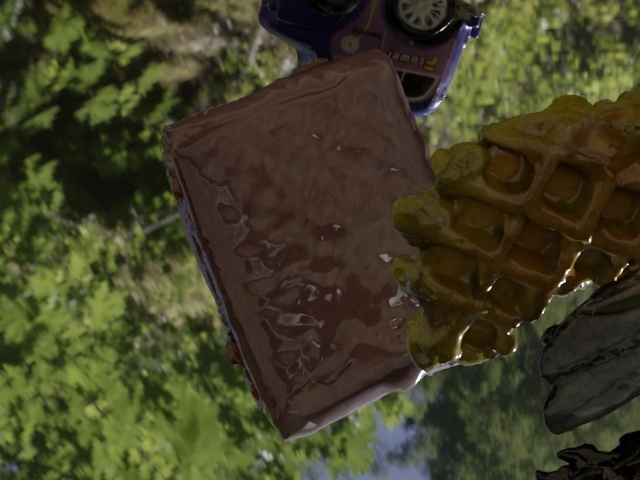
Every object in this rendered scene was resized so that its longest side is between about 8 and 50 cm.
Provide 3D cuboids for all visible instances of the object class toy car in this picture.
[{"bbox_3d":[0.042,-0.220,1.553,0.235,0.172,0.158,14,-76,-8],"label":"toy car"}]

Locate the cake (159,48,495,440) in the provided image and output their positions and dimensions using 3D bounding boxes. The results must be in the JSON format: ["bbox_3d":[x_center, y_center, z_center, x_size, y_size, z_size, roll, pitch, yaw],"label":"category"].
[{"bbox_3d":[0.000,0.000,1.374,0.230,0.237,0.308,-19,-90,-10],"label":"cake"}]

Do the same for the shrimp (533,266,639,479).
[{"bbox_3d":[0.150,0.069,0.553,0.289,0.178,0.075,-17,-143,24],"label":"shrimp"}]

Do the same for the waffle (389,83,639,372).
[{"bbox_3d":[0.130,0.005,0.685,0.194,0.149,0.051,-14,-149,-2],"label":"waffle"}]
